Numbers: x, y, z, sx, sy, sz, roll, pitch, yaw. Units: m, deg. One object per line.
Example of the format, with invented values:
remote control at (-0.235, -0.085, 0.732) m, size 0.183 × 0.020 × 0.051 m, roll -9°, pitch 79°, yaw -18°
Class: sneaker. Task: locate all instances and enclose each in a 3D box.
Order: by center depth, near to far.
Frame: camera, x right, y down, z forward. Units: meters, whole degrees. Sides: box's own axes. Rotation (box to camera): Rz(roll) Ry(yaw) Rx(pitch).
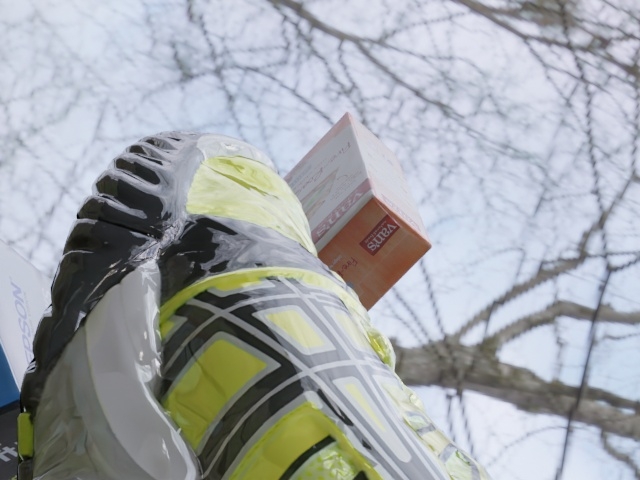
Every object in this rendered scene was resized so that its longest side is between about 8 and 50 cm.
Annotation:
sneaker at (-0.014, 0.088, 0.414) m, size 0.385 × 0.147 × 0.145 m, roll -92°, pitch -169°, yaw -62°

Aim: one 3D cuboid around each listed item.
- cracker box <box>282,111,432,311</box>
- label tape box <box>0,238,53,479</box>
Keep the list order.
cracker box at (0.000, 0.000, 1.224) m, size 0.156 × 0.067 × 0.232 m, roll -46°, pitch -163°, yaw 11°
label tape box at (-0.241, 0.106, 0.798) m, size 0.249 × 0.348 × 0.115 m, roll -23°, pitch -119°, yaw 10°
